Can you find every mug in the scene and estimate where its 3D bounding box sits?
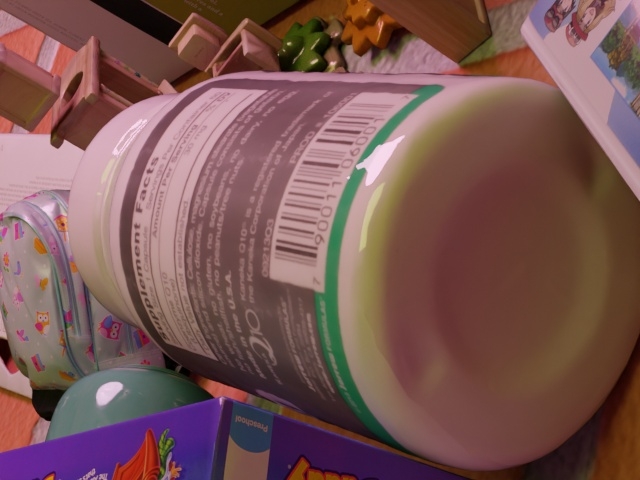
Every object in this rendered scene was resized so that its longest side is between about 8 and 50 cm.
[{"bbox_3d":[-0.112,0.148,0.972,0.129,0.157,0.097,125,157,-56],"label":"mug"}]

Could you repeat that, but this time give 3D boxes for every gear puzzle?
[{"bbox_3d":[-0.037,-0.092,1.097,0.339,0.044,0.175,-47,37,21],"label":"gear puzzle"}]

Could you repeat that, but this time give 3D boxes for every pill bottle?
[{"bbox_3d":[0.000,0.000,0.842,0.361,0.204,0.204,12,76,55],"label":"pill bottle"}]

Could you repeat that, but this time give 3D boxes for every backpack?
[{"bbox_3d":[-0.183,0.048,1.081,0.152,0.115,0.182,-7,94,46],"label":"backpack"}]

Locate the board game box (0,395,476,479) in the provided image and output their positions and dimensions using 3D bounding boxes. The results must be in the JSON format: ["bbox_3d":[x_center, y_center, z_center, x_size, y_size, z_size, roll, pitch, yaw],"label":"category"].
[{"bbox_3d":[-0.076,0.180,0.786,0.347,0.233,0.078,-20,56,45],"label":"board game box"}]

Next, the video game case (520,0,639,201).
[{"bbox_3d":[0.229,-0.122,0.556,0.300,0.036,0.329,-55,32,25],"label":"video game case"}]

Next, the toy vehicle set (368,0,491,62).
[{"bbox_3d":[0.005,-0.249,0.954,0.035,0.267,0.166,-37,40,31],"label":"toy vehicle set"}]

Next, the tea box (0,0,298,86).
[{"bbox_3d":[-0.114,-0.363,1.231,0.323,0.220,0.329,-25,49,41],"label":"tea box"}]

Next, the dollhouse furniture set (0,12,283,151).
[{"bbox_3d":[-0.150,-0.148,1.093,0.161,0.182,0.101,-47,30,24],"label":"dollhouse furniture set"}]

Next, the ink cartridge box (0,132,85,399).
[{"bbox_3d":[-0.258,0.021,1.300,0.275,0.060,0.239,7,96,54],"label":"ink cartridge box"}]
